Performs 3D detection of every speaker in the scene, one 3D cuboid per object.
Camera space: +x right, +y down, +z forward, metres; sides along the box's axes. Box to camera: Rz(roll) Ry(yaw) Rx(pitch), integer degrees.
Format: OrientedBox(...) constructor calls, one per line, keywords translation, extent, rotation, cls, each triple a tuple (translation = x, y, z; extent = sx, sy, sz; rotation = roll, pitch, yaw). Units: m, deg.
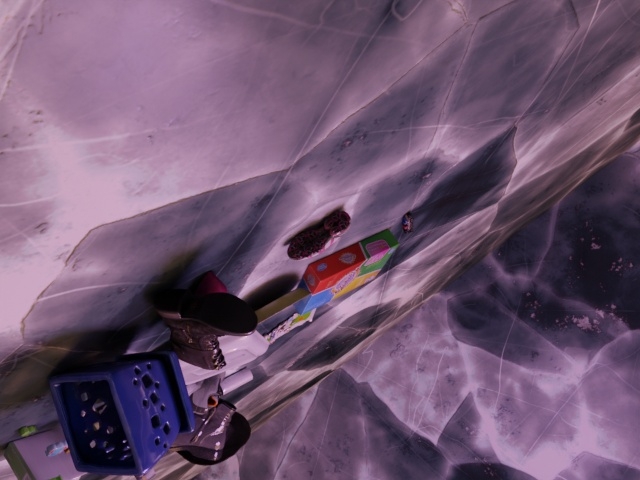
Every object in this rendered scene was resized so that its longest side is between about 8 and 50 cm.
OrientedBox(translation=(-0.332, 0.546, 2.260), extent=(0.136, 0.055, 0.055), rotation=(-23, 158, -31), cls="speaker")

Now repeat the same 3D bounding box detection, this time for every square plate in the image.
OrientedBox(translation=(-0.329, 0.353, 1.699), extent=(0.344, 0.049, 0.347), rotation=(-20, 162, -2), cls="square plate")

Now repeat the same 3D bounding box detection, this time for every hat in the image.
OrientedBox(translation=(-0.440, 0.720, 2.290), extent=(0.331, 0.331, 0.133), rotation=(-21, 118, -36), cls="hat")

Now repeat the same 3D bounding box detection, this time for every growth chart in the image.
OrientedBox(translation=(-0.113, 0.311, 2.114), extent=(0.237, 0.021, 0.172), rotation=(-30, 159, -16), cls="growth chart")

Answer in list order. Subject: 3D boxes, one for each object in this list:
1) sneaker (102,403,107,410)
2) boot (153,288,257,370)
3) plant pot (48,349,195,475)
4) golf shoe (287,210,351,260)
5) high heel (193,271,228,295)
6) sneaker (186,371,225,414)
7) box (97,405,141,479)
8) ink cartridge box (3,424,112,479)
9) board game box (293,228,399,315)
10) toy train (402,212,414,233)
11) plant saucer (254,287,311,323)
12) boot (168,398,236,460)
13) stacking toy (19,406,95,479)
OrientedBox(translation=(-0.534, 0.468, 1.697), extent=(0.080, 0.081, 0.211), rotation=(-43, 158, 28), cls="sneaker")
OrientedBox(translation=(-0.246, 0.217, 1.314), extent=(0.228, 0.263, 0.091), rotation=(83, 26, -43), cls="boot")
OrientedBox(translation=(-0.438, 0.377, 1.333), extent=(0.236, 0.235, 0.212), rotation=(-13, -175, 34), cls="plant pot")
OrientedBox(translation=(0.000, 0.000, 1.483), extent=(0.186, 0.067, 0.086), rotation=(-32, 162, -9), cls="golf shoe")
OrientedBox(translation=(-0.305, 0.158, 1.407), extent=(0.082, 0.117, 0.244), rotation=(-19, 177, -42), cls="high heel")
OrientedBox(translation=(-0.371, 0.498, 1.914), extent=(0.271, 0.108, 0.100), rotation=(-39, 151, -73), cls="sneaker")
OrientedBox(translation=(-0.574, 0.603, 1.725), extent=(0.056, 0.231, 0.183), rotation=(-29, 161, -26), cls="box")
OrientedBox(translation=(-0.696, 0.586, 1.569), extent=(0.235, 0.171, 0.056), rotation=(-2, 129, -58), cls="ink cartridge box")
OrientedBox(translation=(0.076, 0.102, 1.857), extent=(0.317, 0.064, 0.242), rotation=(-24, 158, -29), cls="board game box")
OrientedBox(translation=(0.284, -0.053, 1.892), extent=(0.036, 0.027, 0.158), rotation=(-24, 161, 1), cls="toy train")
OrientedBox(translation=(-0.138, 0.198, 1.703), extent=(0.241, 0.037, 0.241), rotation=(-30, 176, -2), cls="plant saucer")
OrientedBox(translation=(-0.493, 0.656, 2.130), extent=(0.118, 0.339, 0.222), rotation=(-166, -90, -78), cls="boot")
OrientedBox(translation=(-0.658, 0.538, 1.526), extent=(0.052, 0.167, 0.221), rotation=(-45, 158, 23), cls="stacking toy")
